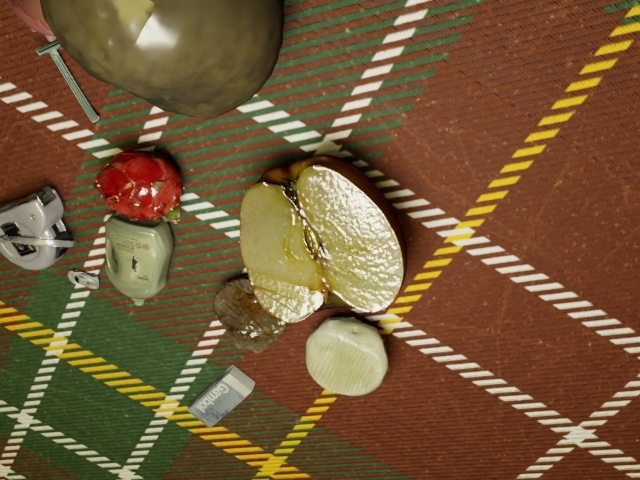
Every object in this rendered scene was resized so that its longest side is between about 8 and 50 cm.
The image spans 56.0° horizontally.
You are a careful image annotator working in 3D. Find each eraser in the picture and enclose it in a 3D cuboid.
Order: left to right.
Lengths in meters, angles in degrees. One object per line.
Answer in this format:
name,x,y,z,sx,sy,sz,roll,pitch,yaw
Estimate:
eraser,-0.286,0.450,1.728,0.092,0.046,0.212,40,117,-10

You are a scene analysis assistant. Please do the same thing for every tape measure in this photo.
tape measure,-0.745,-0.020,1.545,0.236,0.120,0.197,-14,115,22

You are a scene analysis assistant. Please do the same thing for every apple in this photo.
apple,0.000,0.000,1.313,0.328,0.295,0.365,-26,105,-19

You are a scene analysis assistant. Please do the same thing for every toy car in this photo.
toy car,-0.646,0.105,1.638,0.093,0.025,0.041,11,117,5

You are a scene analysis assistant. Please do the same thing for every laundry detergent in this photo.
laundry detergent,-0.468,0.056,1.540,0.181,0.091,0.253,13,119,6

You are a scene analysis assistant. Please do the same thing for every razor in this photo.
razor,-0.569,-0.360,1.382,0.068,0.037,0.191,-35,116,-19

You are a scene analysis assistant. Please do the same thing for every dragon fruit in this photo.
dragon fruit,-0.412,-0.125,1.393,0.209,0.172,0.172,20,120,-15

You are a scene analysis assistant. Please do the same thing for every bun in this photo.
bun,0.073,0.283,1.522,0.231,0.133,0.231,10,120,17

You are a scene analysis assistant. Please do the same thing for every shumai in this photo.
shumai,-0.142,0.186,1.517,0.218,0.184,0.185,-9,150,21

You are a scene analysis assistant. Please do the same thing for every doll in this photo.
doll,-0.600,-0.522,1.251,0.262,0.093,0.211,44,141,-6

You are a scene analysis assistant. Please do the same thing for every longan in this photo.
longan,-0.271,-0.437,1.078,0.403,0.436,0.404,-2,87,31
